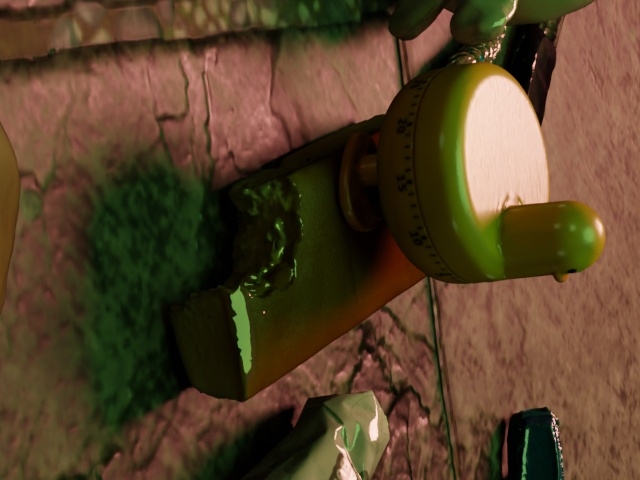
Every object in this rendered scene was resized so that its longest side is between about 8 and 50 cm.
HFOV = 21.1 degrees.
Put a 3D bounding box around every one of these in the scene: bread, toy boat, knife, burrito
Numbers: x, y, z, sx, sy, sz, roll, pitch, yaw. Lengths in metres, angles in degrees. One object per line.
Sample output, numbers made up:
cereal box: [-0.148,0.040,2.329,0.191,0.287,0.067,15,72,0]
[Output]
bread: [0.000,0.000,0.830,0.226,0.049,0.088,-29,111,-57]
toy boat: [0.133,0.144,1.058,0.038,0.038,0.083,13,75,-59]
knife: [0.141,-0.169,1.103,0.089,0.043,0.365,62,37,-37]
burrito: [-0.025,0.130,0.759,0.203,0.064,0.064,-44,124,-54]

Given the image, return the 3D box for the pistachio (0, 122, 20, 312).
pistachio: [-0.188,0.021,0.395,0.197,0.166,0.288,55,40,-5]

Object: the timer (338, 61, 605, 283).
timer: [0.079,-0.031,0.808,0.107,0.109,0.107,15,72,-56]

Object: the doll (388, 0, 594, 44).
doll: [0.126,-0.197,0.986,0.275,0.155,0.113,-38,133,-48]
